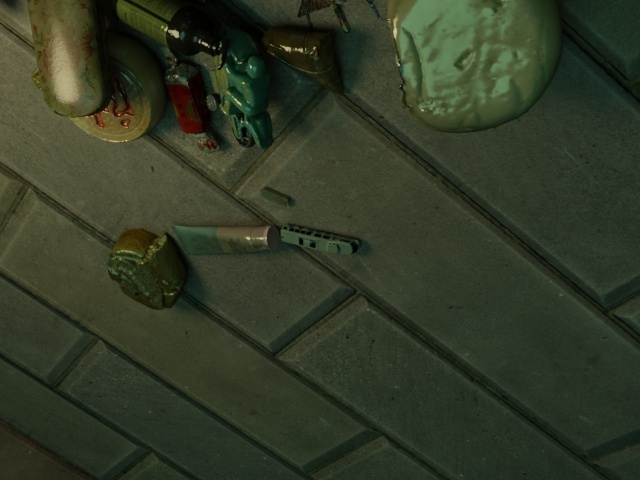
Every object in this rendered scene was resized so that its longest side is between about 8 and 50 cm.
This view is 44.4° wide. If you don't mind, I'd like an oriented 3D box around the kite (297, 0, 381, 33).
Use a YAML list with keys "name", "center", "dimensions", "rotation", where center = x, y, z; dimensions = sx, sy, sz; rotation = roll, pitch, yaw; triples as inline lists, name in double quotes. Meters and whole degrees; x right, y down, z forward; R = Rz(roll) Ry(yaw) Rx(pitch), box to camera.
- name: "kite"
  center: [0.025, -0.494, 1.611]
  dimensions: [0.183, 0.010, 0.160]
  rotation: [-10, 127, 27]

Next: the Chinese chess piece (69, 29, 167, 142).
- name: "Chinese chess piece"
  center: [-0.494, -0.362, 1.854]
  dimensions: [0.270, 0.112, 0.270]
  rotation: [10, 133, 11]

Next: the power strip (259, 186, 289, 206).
- name: "power strip"
  center: [-0.117, -0.112, 1.994]
  dimensions: [0.083, 0.017, 0.027]
  rotation: [24, 133, -2]

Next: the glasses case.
- name: "glasses case"
  center: [-0.541, -0.478, 1.677]
  dimensions: [0.156, 0.098, 0.425]
  rotation: [-2, 101, 15]

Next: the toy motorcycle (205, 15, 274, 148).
- name: "toy motorcycle"
  center: [-0.168, -0.344, 1.708]
  dimensions: [0.198, 0.109, 0.296]
  rotation: [15, 124, 52]

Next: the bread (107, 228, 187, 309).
- name: "bread"
  center: [-0.483, 0.090, 2.237]
  dimensions: [0.186, 0.124, 0.257]
  rotation: [-13, 125, 29]

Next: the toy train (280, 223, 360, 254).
- name: "toy train"
  center: [0.000, 0.000, 2.030]
  dimensions: [0.207, 0.047, 0.043]
  rotation: [12, 134, 12]

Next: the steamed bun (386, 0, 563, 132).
- name: "steamed bun"
  center: [0.283, -0.383, 1.460]
  dimensions: [0.312, 0.233, 0.334]
  rotation: [-1, 122, 7]

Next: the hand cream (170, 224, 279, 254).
- name: "hand cream"
  center: [-0.262, -0.002, 2.114]
  dimensions: [0.312, 0.070, 0.111]
  rotation: [-4, 131, 28]

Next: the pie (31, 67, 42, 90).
- name: "pie"
  center: [-0.678, -0.397, 1.952]
  dimensions: [0.084, 0.021, 0.084]
  rotation: [8, 131, 9]

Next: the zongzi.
- name: "zongzi"
  center: [-0.048, -0.386, 1.707]
  dimensions: [0.189, 0.081, 0.178]
  rotation: [13, 154, 23]

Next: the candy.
- name: "candy"
  center: [-0.308, -0.329, 1.848]
  dimensions: [0.086, 0.059, 0.292]
  rotation: [3, 130, 22]

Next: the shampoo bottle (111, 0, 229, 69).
- name: "shampoo bottle"
  center: [-0.307, -0.456, 1.651]
  dimensions: [0.284, 0.101, 0.101]
  rotation: [31, 136, 18]

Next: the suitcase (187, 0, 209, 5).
- name: "suitcase"
  center: [-0.258, -0.558, 1.630]
  dimensions: [0.086, 0.059, 0.126]
  rotation: [21, 136, 3]
